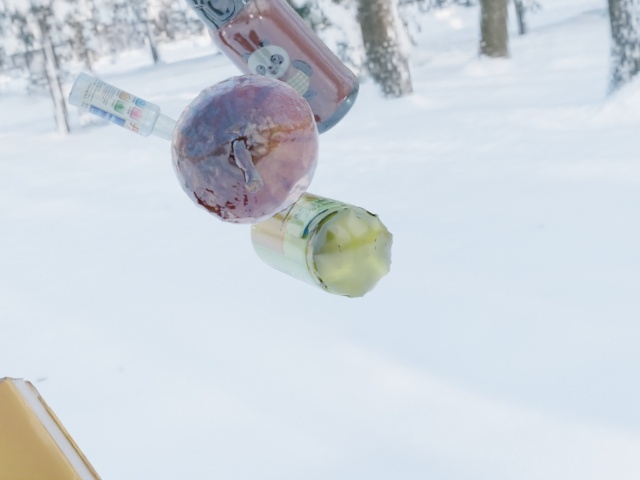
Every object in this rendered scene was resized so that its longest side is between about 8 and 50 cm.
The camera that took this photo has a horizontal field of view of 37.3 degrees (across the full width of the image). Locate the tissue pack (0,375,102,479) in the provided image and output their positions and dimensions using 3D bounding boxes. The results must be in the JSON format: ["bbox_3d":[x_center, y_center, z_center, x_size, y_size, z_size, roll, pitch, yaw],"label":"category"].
[{"bbox_3d":[-0.419,0.312,1.112,0.274,0.194,0.145,-35,1,-11],"label":"tissue pack"}]

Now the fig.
[{"bbox_3d":[-0.069,-0.067,0.780,0.128,0.128,0.150,-3,29,30],"label":"fig"}]

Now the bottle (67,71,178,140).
[{"bbox_3d":[-0.300,-0.205,1.548,0.217,0.060,0.060,23,12,-8],"label":"bottle"}]

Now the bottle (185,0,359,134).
[{"bbox_3d":[-0.088,-0.328,1.577,0.144,0.336,0.144,-33,33,24],"label":"bottle"}]

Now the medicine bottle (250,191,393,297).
[{"bbox_3d":[0.000,0.000,1.237,0.124,0.124,0.239,-17,14,-21],"label":"medicine bottle"}]
